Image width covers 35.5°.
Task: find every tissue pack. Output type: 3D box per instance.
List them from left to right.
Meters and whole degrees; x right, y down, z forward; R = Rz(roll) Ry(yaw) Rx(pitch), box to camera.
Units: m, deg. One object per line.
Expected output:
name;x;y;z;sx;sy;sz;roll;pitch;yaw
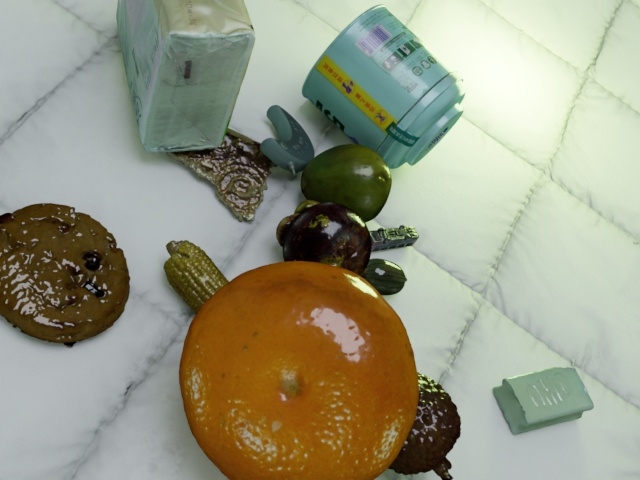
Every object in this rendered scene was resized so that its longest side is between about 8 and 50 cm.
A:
tissue pack;-0.292;-0.439;2.087;0.205;0.331;0.405;-3;53;-21

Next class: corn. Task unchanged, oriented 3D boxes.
corn;-0.214;0.106;1.938;0.097;0.097;0.261;-33;81;-39

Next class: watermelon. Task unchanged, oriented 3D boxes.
watermelon;0.134;0.079;2.149;0.111;0.078;0.078;17;52;-19

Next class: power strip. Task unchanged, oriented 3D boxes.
power strip;-0.073;-0.211;2.222;0.137;0.044;0.216;39;26;-22

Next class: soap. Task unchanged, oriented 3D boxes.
soap;0.480;0.340;2.152;0.198;0.063;0.114;-7;60;-31

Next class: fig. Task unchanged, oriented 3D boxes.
fig;0.054;-0.125;2.183;0.191;0.181;0.181;-3;58;-10

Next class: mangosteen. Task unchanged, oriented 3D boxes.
mangosteen;0.000;0.000;2.082;0.192;0.192;0.217;-5;29;-30

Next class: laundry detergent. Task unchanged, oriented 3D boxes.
laundry detergent;0.161;-0.339;2.316;0.305;0.287;0.287;44;49;7

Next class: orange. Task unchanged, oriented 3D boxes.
orange;-0.036;0.244;1.747;0.424;0.326;0.423;0;87;0

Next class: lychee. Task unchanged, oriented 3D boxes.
lychee;0.179;0.356;1.907;0.200;0.200;0.238;-22;76;-37

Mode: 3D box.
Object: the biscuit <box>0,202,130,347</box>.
biscuit;-0.486;0.052;1.843;0.296;0.075;0.296;16;51;-21

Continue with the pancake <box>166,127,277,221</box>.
pancake;-0.208;-0.145;2.159;0.266;0.057;0.244;-5;69;-25

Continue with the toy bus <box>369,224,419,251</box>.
toy bus;0.158;-0.004;2.235;0.131;0.052;0.037;-8;57;-34
